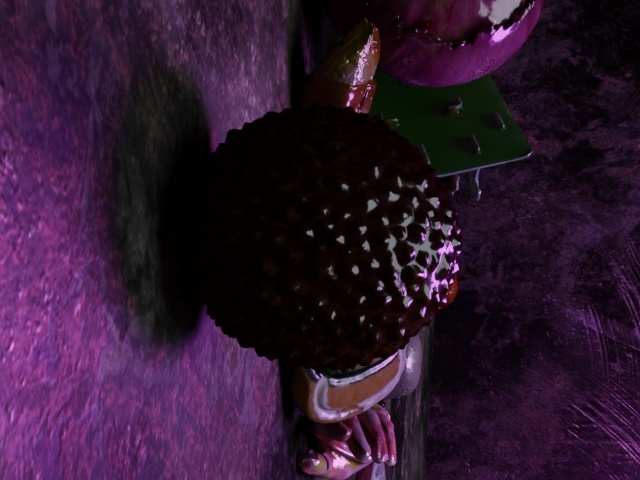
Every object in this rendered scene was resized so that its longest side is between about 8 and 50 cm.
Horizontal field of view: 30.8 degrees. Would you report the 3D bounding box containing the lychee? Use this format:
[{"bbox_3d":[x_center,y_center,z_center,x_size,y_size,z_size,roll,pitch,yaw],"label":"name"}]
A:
[{"bbox_3d":[0.000,0.000,1.176,0.304,0.276,0.275,-11,104,-47],"label":"lychee"}]

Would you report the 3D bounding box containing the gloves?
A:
[{"bbox_3d":[0.041,0.302,1.781,0.241,0.145,0.126,78,8,-64],"label":"gloves"}]

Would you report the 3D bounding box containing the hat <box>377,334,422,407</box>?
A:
[{"bbox_3d":[0.124,0.224,2.185,0.257,0.130,0.257,2,90,-79],"label":"hat"}]

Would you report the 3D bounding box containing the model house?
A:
[{"bbox_3d":[0.177,-0.125,1.917,0.312,0.243,0.357,85,-14,-49],"label":"model house"}]

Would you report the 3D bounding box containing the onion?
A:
[{"bbox_3d":[0.166,-0.394,1.764,0.345,0.358,0.358,82,14,-61],"label":"onion"}]

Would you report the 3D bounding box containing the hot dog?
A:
[{"bbox_3d":[0.016,-0.194,1.656,0.123,0.093,0.261,-7,118,-63],"label":"hot dog"}]

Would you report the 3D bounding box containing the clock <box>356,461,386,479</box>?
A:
[{"bbox_3d":[0.108,0.550,2.339,0.244,0.056,0.244,2,90,-79],"label":"clock"}]

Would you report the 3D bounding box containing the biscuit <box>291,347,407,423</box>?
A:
[{"bbox_3d":[0.064,0.085,1.655,0.287,0.057,0.343,-19,116,-40],"label":"biscuit"}]

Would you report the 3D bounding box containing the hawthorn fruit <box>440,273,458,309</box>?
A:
[{"bbox_3d":[0.198,0.059,2.444,0.202,0.185,0.185,-98,-179,-52],"label":"hawthorn fruit"}]
